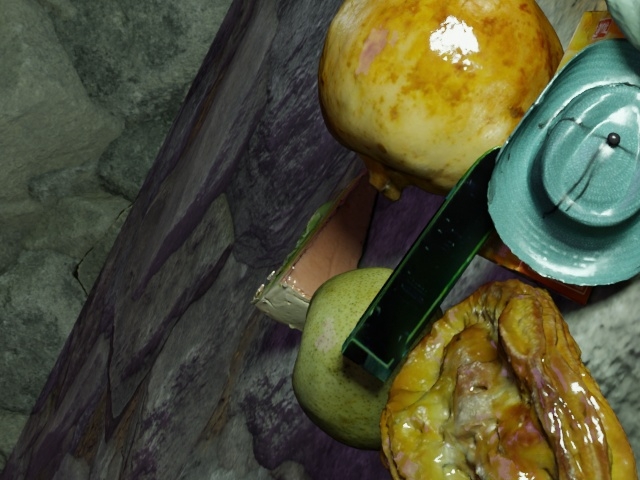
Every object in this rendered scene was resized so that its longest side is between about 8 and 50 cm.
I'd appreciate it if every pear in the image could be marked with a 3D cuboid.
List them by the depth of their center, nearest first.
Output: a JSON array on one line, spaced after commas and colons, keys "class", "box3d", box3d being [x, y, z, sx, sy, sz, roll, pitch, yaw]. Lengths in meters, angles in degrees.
[{"class": "pear", "box3d": [0.048, 0.103, 1.007, 0.167, 0.137, 0.167, 0, -90, -77]}]

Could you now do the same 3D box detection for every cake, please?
[{"class": "cake", "box3d": [0.017, 0.013, 1.367, 0.225, 0.090, 0.109, -56, 8, -33]}]

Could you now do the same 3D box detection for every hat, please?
[{"class": "hat", "box3d": [0.204, -0.059, 0.798, 0.191, 0.138, 0.078, -62, -10, 3]}]

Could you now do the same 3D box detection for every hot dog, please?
[{"class": "hot dog", "box3d": [0.127, 0.130, 0.801, 0.175, 0.114, 0.259, -47, 23, 14]}]

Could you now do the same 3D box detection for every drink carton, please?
[{"class": "drink carton", "box3d": [0.211, -0.070, 0.891, 0.223, 0.071, 0.096, -65, 18, 2]}]

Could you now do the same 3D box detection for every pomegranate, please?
[{"class": "pomegranate", "box3d": [0.107, -0.146, 1.036, 0.248, 0.248, 0.248, -53, 23, 34]}]

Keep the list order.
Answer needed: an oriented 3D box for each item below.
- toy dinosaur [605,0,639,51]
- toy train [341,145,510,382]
[{"class": "toy dinosaur", "box3d": [0.236, -0.163, 0.792, 0.053, 0.167, 0.242, -32, 31, 5]}, {"class": "toy train", "box3d": [0.093, 0.015, 0.896, 0.209, 0.044, 0.042, -55, 4, 6]}]
